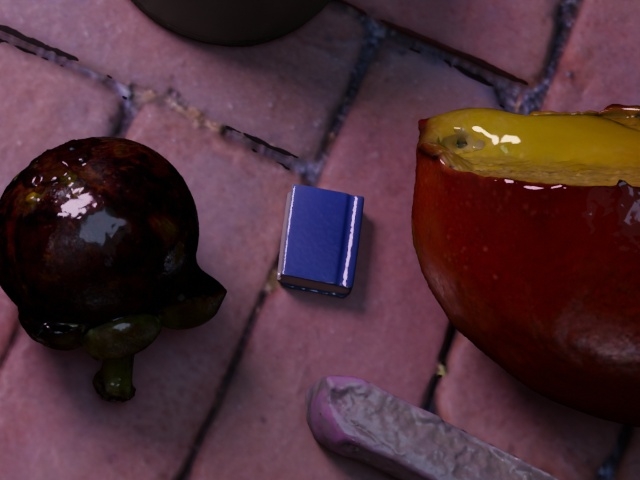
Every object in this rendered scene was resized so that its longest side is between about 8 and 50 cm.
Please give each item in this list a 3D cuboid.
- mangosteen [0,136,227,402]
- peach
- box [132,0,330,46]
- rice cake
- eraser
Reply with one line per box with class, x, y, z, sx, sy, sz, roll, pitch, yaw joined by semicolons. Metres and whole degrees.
mangosteen;-0.162;0.008;1.275;0.184;0.172;0.172;44;64;-24
peach;0.226;-0.011;1.313;0.338;0.281;0.281;41;66;3
box;-0.070;-0.295;1.403;0.226;0.149;0.226;4;69;-12
rice cake;0.166;0.214;1.316;0.399;0.070;0.064;28;70;-2
eraser;0.000;0.000;1.378;0.063;0.027;0.084;11;67;-10
